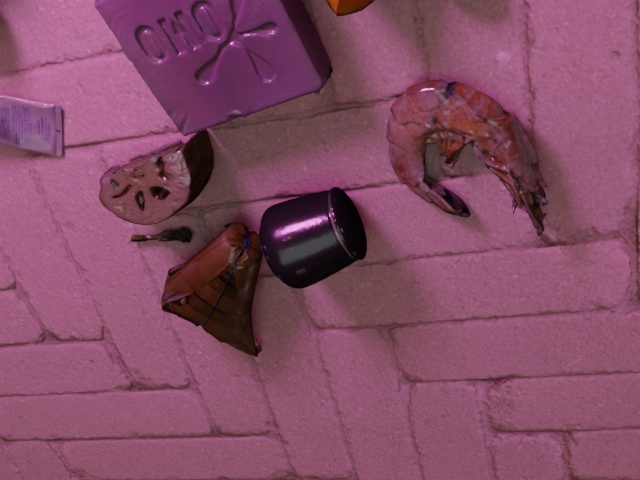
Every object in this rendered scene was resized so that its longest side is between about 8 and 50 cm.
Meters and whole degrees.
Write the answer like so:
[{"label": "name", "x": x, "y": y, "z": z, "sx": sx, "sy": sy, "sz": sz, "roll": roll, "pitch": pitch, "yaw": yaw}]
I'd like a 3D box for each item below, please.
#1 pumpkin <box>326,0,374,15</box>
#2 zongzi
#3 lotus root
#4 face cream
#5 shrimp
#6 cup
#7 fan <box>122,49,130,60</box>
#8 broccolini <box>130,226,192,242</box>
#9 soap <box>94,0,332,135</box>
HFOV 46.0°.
[{"label": "pumpkin", "x": 0.044, "y": -0.510, "z": 1.108, "sx": 0.169, "sy": 0.148, "sz": 0.312, "roll": 39, "pitch": 131, "yaw": 37}, {"label": "zongzi", "x": -0.153, "y": 0.117, "z": 1.570, "sx": 0.289, "sy": 0.123, "sz": 0.260, "roll": 38, "pitch": 121, "yaw": -25}, {"label": "lotus root", "x": -0.305, "y": -0.115, "z": 1.438, "sx": 0.235, "sy": 0.119, "sz": 0.138, "roll": -23, "pitch": 116, "yaw": 23}, {"label": "face cream", "x": -0.617, "y": -0.233, "z": 1.475, "sx": 0.224, "sy": 0.070, "sz": 0.114, "roll": 8, "pitch": 126, "yaw": -7}, {"label": "shrimp", "x": 0.264, "y": -0.129, "z": 1.328, "sx": 0.360, "sy": 0.085, "sz": 0.247, "roll": 42, "pitch": 132, "yaw": -12}, {"label": "cup", "x": 0.000, "y": 0.000, "z": 1.438, "sx": 0.177, "sy": 0.169, "sz": 0.223, "roll": -24, "pitch": 150, "yaw": 18}, {"label": "fan", "x": -0.269, "y": -0.367, "z": 1.321, "sx": 0.193, "sy": 0.016, "sz": 0.038, "roll": -23, "pitch": 117, "yaw": 27}, {"label": "broccolini", "x": -0.331, "y": -0.006, "z": 1.580, "sx": 0.140, "sy": 0.030, "sz": 0.035, "roll": -4, "pitch": 159, "yaw": 21}, {"label": "soap", "x": -0.168, "y": -0.341, "z": 1.246, "sx": 0.296, "sy": 0.107, "sz": 0.285, "roll": -16, "pitch": 128, "yaw": 23}]
